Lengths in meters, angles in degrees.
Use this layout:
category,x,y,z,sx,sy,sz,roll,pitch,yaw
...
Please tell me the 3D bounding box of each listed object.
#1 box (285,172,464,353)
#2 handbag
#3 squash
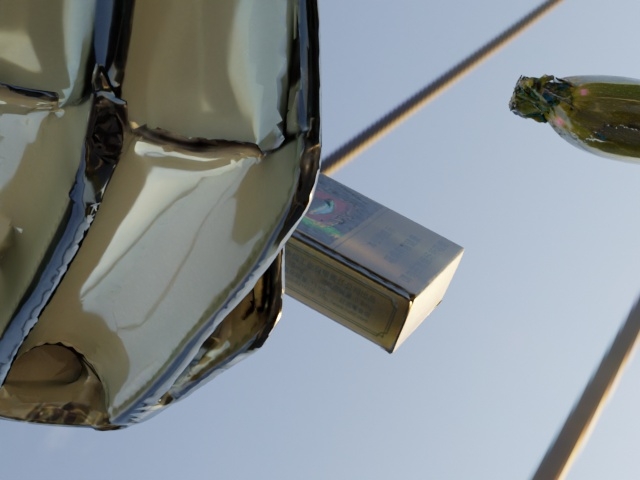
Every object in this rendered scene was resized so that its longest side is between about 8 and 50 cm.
category,x,y,z,sx,sy,sz,roll,pitch,yaw
box,0.000,0.000,1.024,0.159,0.240,0.071,-38,-27,-60
handbag,-0.096,-0.121,0.486,0.160,0.237,0.358,13,-123,-20
squash,0.187,-0.065,0.590,0.183,0.052,0.052,5,-77,-23
